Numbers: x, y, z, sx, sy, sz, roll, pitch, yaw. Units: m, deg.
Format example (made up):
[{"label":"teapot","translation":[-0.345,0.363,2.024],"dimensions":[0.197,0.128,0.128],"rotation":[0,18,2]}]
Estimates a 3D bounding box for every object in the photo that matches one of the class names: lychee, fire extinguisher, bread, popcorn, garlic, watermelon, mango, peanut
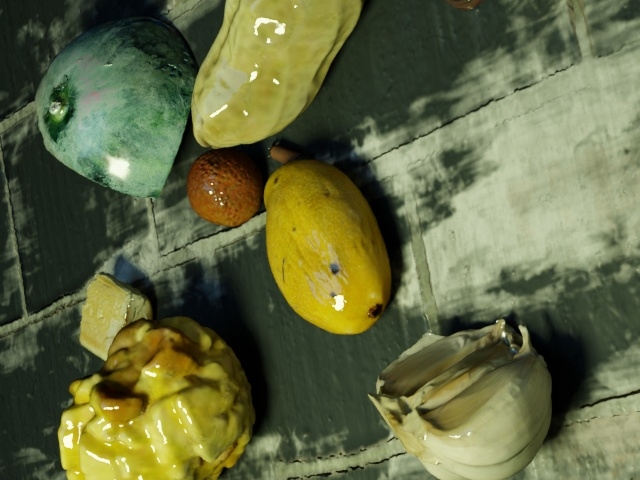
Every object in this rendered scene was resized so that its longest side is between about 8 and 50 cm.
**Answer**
[{"label":"lychee","translation":[-0.127,-0.077,2.080],"dimensions":[0.114,0.140,0.101],"rotation":[28,116,6]},{"label":"fire extinguisher","translation":[-0.041,-0.110,2.021],"dimensions":[0.028,0.022,0.083],"rotation":[-52,39,-10]},{"label":"bread","translation":[-0.298,0.120,2.329],"dimensions":[0.106,0.082,0.125],"rotation":[25,102,38]},{"label":"popcorn","translation":[-0.216,0.262,2.089],"dimensions":[0.225,0.265,0.332],"rotation":[40,141,39]},{"label":"garlic","translation":[0.167,0.186,1.680],"dimensions":[0.143,0.178,0.229],"rotation":[61,166,-16]},{"label":"watermelon","translation":[-0.303,-0.219,2.232],"dimensions":[0.322,0.175,0.188],"rotation":[47,128,39]},{"label":"mango","translation":[-0.004,0.001,1.902],"dimensions":[0.262,0.109,0.157],"rotation":[56,130,32]},{"label":"peanut","translation":[-0.045,-0.254,1.906],"dimensions":[0.174,0.158,0.340],"rotation":[-76,8,-54]}]

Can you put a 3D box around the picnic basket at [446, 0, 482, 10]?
[{"label":"picnic basket","translation":[0.172,-0.395,1.634],"dimensions":[0.222,0.129,0.297],"rotation":[-53,53,38]}]
